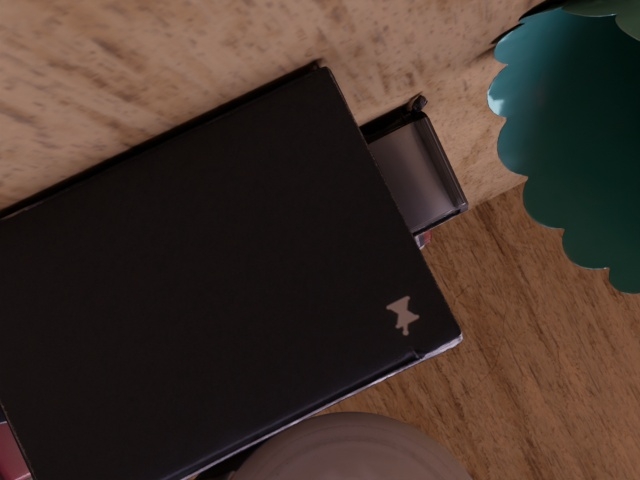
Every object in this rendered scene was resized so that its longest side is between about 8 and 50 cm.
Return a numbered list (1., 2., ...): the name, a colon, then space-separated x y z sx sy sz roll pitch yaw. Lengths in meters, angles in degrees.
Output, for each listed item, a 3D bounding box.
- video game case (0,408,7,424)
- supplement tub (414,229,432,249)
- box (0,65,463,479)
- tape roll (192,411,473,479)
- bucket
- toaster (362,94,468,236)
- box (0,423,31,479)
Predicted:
1. video game case: -0.271 0.171 1.545 0.274 0.026 0.196 -11 176 -26
2. supplement tub: 0.045 0.010 1.900 0.198 0.106 0.106 -34 177 -12
3. box: -0.091 0.058 1.103 0.293 0.212 0.395 -26 176 -7
4. tape roll: 0.003 0.270 1.156 0.246 0.246 0.169 -25 176 -23
5. bucket: 0.298 -0.105 1.203 0.183 0.281 0.281 -29 177 -24
6. toaster: 0.052 -0.046 1.388 0.168 0.110 0.185 -28 175 3
7. box: -0.358 0.206 1.680 0.232 0.149 0.127 -25 175 -28
